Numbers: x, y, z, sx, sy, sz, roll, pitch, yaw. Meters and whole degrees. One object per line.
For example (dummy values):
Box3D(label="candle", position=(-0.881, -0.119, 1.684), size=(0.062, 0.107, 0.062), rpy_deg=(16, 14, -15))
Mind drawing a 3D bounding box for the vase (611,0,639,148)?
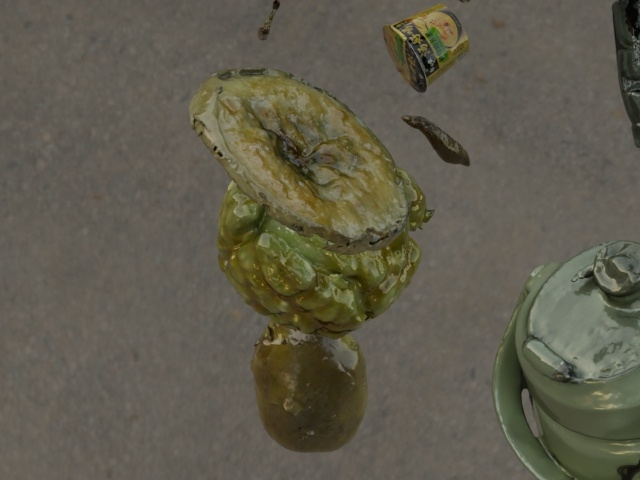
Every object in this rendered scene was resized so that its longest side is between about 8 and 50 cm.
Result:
Box3D(label="vase", position=(0.447, -0.233, 1.398), size=(0.060, 0.060, 0.211), rpy_deg=(-4, 90, -14))

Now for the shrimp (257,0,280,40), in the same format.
Box3D(label="shrimp", position=(-0.097, -0.419, 1.893), size=(0.023, 0.114, 0.083), rpy_deg=(24, 98, -7))

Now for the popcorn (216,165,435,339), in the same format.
Box3D(label="popcorn", position=(0.008, 0.003, 1.480), size=(0.335, 0.274, 0.279), rpy_deg=(18, 46, -16))

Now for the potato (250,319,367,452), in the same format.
Box3D(label="potato", position=(-0.018, 0.228, 1.665), size=(0.192, 0.296, 0.141), rpy_deg=(-8, 20, -2))

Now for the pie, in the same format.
Box3D(label="pie", position=(-0.017, -0.092, 1.075), size=(0.274, 0.055, 0.274), rpy_deg=(26, 33, -19))

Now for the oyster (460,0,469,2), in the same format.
Box3D(label="oyster", position=(0.224, -0.423, 1.634), size=(0.083, 0.080, 0.038), rpy_deg=(39, 95, -14))

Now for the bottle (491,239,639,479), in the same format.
Box3D(label="bottle", position=(0.282, 0.145, 0.910), size=(0.229, 0.351, 0.229), rpy_deg=(-15, 50, 19))

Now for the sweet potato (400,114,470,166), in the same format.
Box3D(label="sweet potato", position=(0.189, -0.153, 1.562), size=(0.153, 0.041, 0.038), rpy_deg=(33, 68, -33))

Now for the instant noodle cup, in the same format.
Box3D(label="instant noodle cup", position=(0.208, -0.376, 1.926), size=(0.122, 0.151, 0.151), rpy_deg=(-30, 69, -9))
